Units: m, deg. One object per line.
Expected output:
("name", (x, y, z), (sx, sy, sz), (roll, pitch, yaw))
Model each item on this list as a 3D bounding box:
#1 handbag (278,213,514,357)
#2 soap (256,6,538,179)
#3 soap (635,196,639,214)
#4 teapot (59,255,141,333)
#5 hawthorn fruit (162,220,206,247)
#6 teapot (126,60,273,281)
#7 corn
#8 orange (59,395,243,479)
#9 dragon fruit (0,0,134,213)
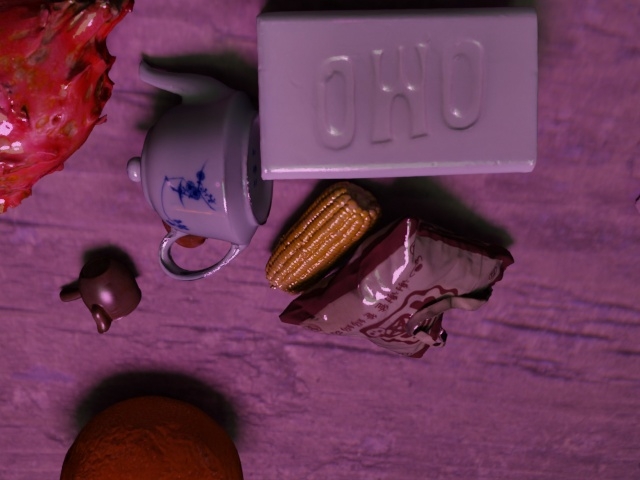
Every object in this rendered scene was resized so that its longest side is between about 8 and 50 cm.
("handbag", (0.102, 0.060, 1.040), (0.235, 0.127, 0.213), (20, 126, -41))
("soap", (0.072, -0.142, 0.848), (0.265, 0.087, 0.160), (-2, 97, -4))
("soap", (0.453, 0.008, 0.997), (0.121, 0.183, 0.064), (14, 130, -16))
("teapot", (-0.280, 0.066, 1.058), (0.110, 0.085, 0.080), (0, 134, 21))
("hawthorn fruit", (-0.162, -0.039, 0.984), (0.067, 0.067, 0.103), (-36, 113, 24))
("teapot", (-0.131, -0.070, 0.901), (0.159, 0.159, 0.232), (-3, 103, -3))
("corn", (0.000, 0.000, 1.027), (0.085, 0.063, 0.165), (4, 139, -50))
("orange", (-0.226, 0.345, 1.200), (0.264, 0.264, 0.264), (-3, 132, -3))
("dragon fruit", (-0.282, -0.151, 0.774), (0.268, 0.205, 0.210), (-31, 120, 25))
